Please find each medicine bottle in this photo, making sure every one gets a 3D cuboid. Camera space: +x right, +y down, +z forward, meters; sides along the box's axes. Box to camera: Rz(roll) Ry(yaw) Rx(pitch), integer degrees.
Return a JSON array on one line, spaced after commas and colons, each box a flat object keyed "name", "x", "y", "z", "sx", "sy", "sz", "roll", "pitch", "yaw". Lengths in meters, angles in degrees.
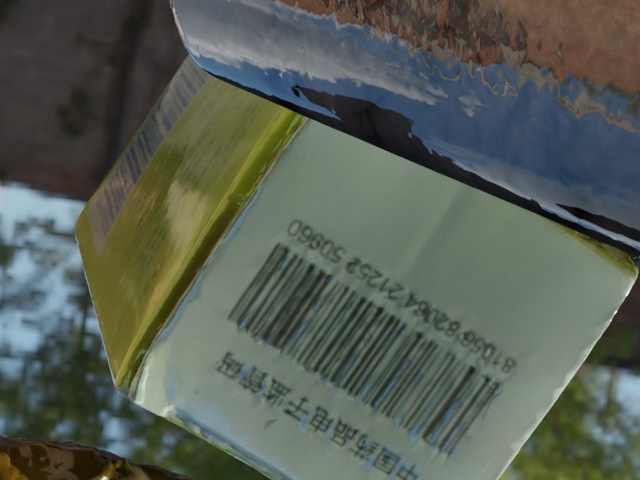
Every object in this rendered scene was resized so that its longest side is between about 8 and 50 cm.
[{"name": "medicine bottle", "x": 0.000, "y": 0.000, "z": 0.754, "sx": 0.137, "sy": 0.141, "sz": 0.250, "roll": 33, "pitch": -173, "yaw": -16}]

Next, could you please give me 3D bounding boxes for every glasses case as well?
[{"name": "glasses case", "x": 0.060, "y": -0.060, "z": 0.448, "sx": 0.060, "sy": 0.114, "sz": 0.299, "roll": -9, "pitch": -158, "yaw": -32}]

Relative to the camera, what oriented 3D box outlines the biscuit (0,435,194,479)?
[{"name": "biscuit", "x": -0.162, "y": 0.154, "z": 0.884, "sx": 0.335, "sy": 0.078, "sz": 0.329, "roll": 22, "pitch": 147, "yaw": -40}]
